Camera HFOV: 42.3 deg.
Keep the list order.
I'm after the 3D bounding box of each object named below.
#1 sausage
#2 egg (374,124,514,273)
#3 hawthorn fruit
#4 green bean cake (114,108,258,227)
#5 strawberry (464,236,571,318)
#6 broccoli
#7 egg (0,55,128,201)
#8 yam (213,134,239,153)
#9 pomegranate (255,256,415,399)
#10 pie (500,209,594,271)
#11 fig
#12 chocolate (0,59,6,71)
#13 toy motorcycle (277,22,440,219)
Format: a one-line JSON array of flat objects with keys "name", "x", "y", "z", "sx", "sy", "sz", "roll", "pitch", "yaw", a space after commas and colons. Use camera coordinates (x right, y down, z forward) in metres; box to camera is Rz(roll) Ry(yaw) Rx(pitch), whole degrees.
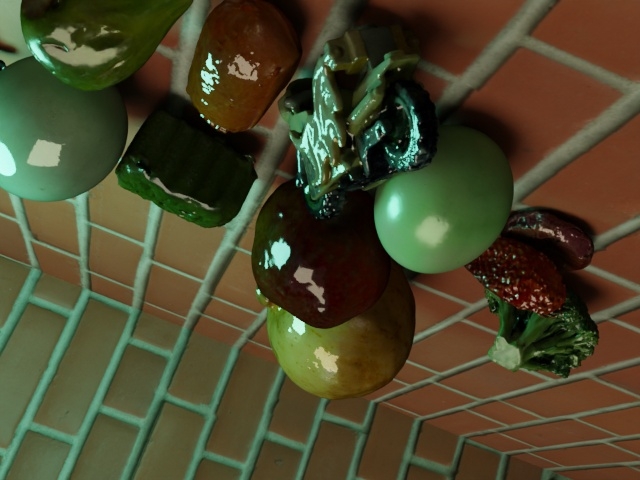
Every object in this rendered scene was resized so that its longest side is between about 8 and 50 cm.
[{"name": "sausage", "x": -0.120, "y": -0.272, "z": 1.280, "sx": 0.141, "sy": 0.153, "sz": 0.268, "roll": 36, "pitch": 154, "yaw": -3}, {"name": "egg", "x": 0.202, "y": -0.065, "z": 1.380, "sx": 0.220, "sy": 0.220, "sz": 0.269, "roll": 23, "pitch": 123, "yaw": -7}, {"name": "hawthorn fruit", "x": -0.005, "y": 0.011, "z": 1.683, "sx": 0.308, "sy": 0.308, "sz": 0.324, "roll": 5, "pitch": 144, "yaw": 33}, {"name": "green bean cake", "x": -0.277, "y": -0.133, "z": 1.683, "sx": 0.250, "sy": 0.156, "sz": 0.247, "roll": 31, "pitch": 167, "yaw": -16}, {"name": "strawberry", "x": 0.380, "y": 0.053, "z": 1.592, "sx": 0.236, "sy": 0.106, "sz": 0.175, "roll": 29, "pitch": -161, "yaw": 0}, {"name": "broccoli", "x": 0.468, "y": 0.191, "z": 1.807, "sx": 0.261, "sy": 0.242, "sz": 0.269, "roll": 31, "pitch": 134, "yaw": 24}, {"name": "egg", "x": -0.521, "y": -0.214, "z": 1.594, "sx": 0.276, "sy": 0.276, "sz": 0.389, "roll": 32, "pitch": 152, "yaw": -29}, {"name": "yam", "x": -0.184, "y": -0.175, "z": 1.736, "sx": 0.033, "sy": 0.027, "sz": 0.129, "roll": -28, "pitch": 141, "yaw": 8}, {"name": "pomegranate", "x": 0.025, "y": 0.179, "z": 1.955, "sx": 0.410, "sy": 0.410, "sz": 0.410, "roll": 17, "pitch": 158, "yaw": 7}, {"name": "pie", "x": 0.438, "y": 0.002, "z": 1.595, "sx": 0.182, "sy": 0.049, "sz": 0.182, "roll": 23, "pitch": 158, "yaw": 10}, {"name": "fig", "x": -0.305, "y": -0.335, "z": 1.254, "sx": 0.275, "sy": 0.206, "sz": 0.206, "roll": -5, "pitch": 150, "yaw": 21}, {"name": "chocolate", "x": -0.782, "y": -0.403, "z": 1.598, "sx": 0.343, "sy": 0.126, "sz": 0.148, "roll": 21, "pitch": 117, "yaw": -12}, {"name": "toy motorcycle", "x": 0.048, "y": -0.178, "z": 1.273, "sx": 0.169, "sy": 0.237, "sz": 0.410, "roll": -14, "pitch": 175, "yaw": -27}]
